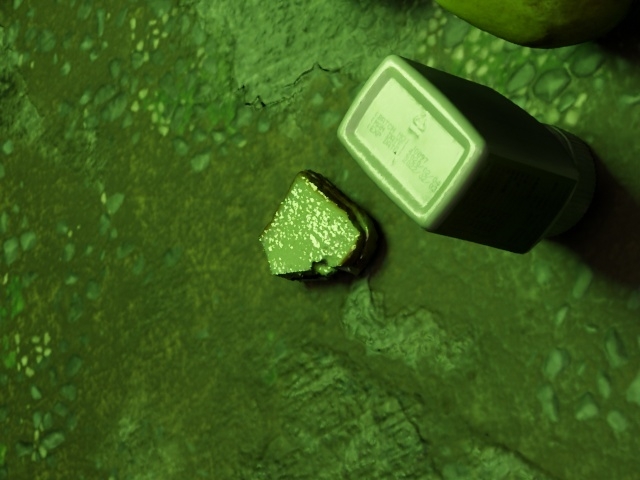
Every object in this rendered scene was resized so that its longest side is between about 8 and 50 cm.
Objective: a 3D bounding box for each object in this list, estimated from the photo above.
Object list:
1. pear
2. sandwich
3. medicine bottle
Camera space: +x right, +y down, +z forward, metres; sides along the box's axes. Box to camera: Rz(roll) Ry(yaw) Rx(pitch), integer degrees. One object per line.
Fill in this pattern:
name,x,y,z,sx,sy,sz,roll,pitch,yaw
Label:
pear,0.172,-0.240,1.452,0.200,0.200,0.200,-9,75,40
sandwich,0.000,0.000,1.655,0.105,0.035,0.093,36,105,38
medicine bottle,0.122,-0.059,1.455,0.132,0.188,0.088,48,112,37
